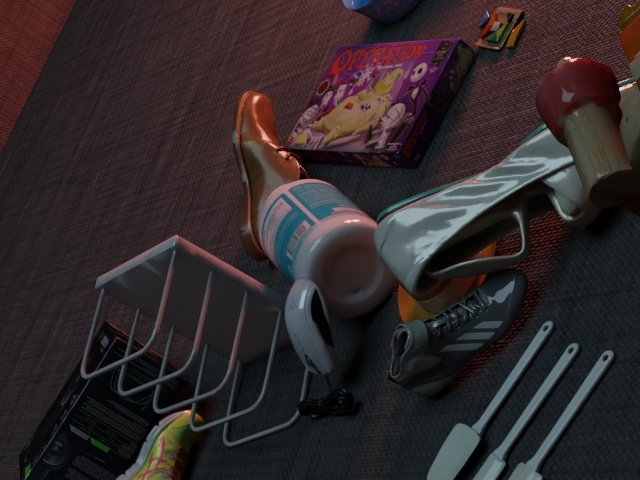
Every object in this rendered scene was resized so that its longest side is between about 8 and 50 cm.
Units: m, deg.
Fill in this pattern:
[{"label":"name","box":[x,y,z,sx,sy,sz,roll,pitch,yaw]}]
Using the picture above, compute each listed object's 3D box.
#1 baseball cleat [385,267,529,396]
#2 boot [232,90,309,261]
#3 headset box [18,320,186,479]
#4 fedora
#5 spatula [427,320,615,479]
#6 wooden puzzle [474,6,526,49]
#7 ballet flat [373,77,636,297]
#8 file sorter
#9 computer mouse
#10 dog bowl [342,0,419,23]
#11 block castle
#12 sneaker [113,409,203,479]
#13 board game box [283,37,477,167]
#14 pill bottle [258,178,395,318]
[{"label":"baseball cleat","box":[0.162,0.106,1.764,0.206,0.109,0.072,-52,39,14]},{"label":"boot","box":[-0.070,-0.119,2.348,0.115,0.112,0.305,-23,58,26]},{"label":"headset box","box":[-0.351,0.287,2.273,0.283,0.131,0.246,-58,12,-4]},{"label":"fedora","box":[0.145,0.022,1.911,0.194,0.079,0.194,-38,32,29]},{"label":"spatula","box":[0.226,0.205,1.658,0.242,0.019,0.168,-56,27,-2]},{"label":"wooden puzzle","box":[0.264,-0.315,2.154,0.079,0.014,0.116,-60,28,-9]},{"label":"ballet flat","box":[0.254,-0.047,1.759,0.400,0.139,0.139,-28,36,16]},{"label":"file sorter","box":[-0.167,0.154,2.049,0.192,0.277,0.173,-25,44,43]},{"label":"computer mouse","box":[-0.014,0.146,1.945,0.042,0.193,0.106,-18,6,-35]},{"label":"dog bowl","box":[0.161,-0.485,2.429,0.297,0.074,0.166,-47,30,13]},{"label":"block castle","box":[0.459,-0.180,1.418,0.453,0.303,0.213,-40,38,27]},{"label":"sneaker","box":[-0.230,0.348,2.159,0.094,0.081,0.208,27,74,32]},{"label":"board game box","box":[0.086,-0.216,2.290,0.208,0.056,0.347,-58,28,-14]},{"label":"pill bottle","box":[0.000,0.000,2.085,0.146,0.146,0.264,-53,28,5]}]
